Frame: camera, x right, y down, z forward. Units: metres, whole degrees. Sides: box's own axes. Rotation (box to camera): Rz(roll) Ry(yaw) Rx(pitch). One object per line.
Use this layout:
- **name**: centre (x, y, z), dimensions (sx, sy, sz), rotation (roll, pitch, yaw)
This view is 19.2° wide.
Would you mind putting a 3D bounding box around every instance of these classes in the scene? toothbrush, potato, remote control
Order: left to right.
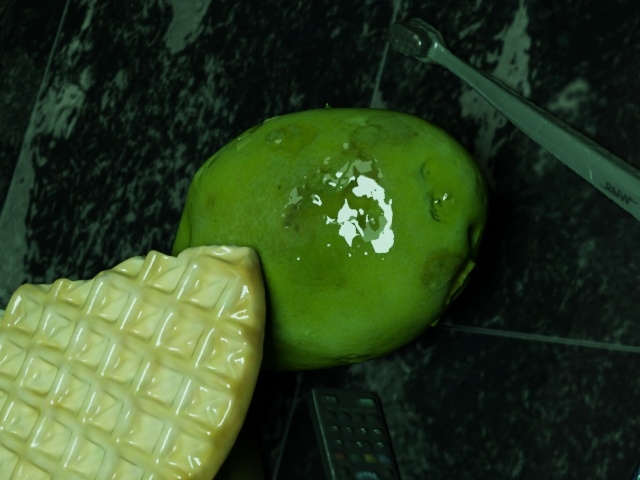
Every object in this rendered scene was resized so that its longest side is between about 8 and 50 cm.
- **potato**: centre (0.000, 0.000, 1.335), dimensions (0.253, 0.186, 0.148), rotation (-33, 11, 29)
- **remote control**: centre (0.039, 0.210, 1.298), dimensions (0.025, 0.063, 0.245), rotation (-40, 51, 38)
- **toothbrush**: centre (0.154, -0.086, 1.372), dimensions (0.297, 0.030, 0.030), rotation (39, 118, 34)

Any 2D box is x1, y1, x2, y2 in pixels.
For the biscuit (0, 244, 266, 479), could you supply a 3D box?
- **biscuit**: centre (-0.170, 0.119, 1.310), dimensions (0.309, 0.040, 0.204), rotation (-14, 69, 31)

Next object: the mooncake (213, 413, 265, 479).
- **mooncake**: centre (-0.150, 0.189, 1.383), dimensions (0.235, 0.117, 0.235), rotation (-14, 61, 26)

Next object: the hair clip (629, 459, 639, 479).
- **hair clip**: centre (0.302, 0.230, 1.048), dimensions (0.194, 0.206, 0.310), rotation (-35, 61, 20)
